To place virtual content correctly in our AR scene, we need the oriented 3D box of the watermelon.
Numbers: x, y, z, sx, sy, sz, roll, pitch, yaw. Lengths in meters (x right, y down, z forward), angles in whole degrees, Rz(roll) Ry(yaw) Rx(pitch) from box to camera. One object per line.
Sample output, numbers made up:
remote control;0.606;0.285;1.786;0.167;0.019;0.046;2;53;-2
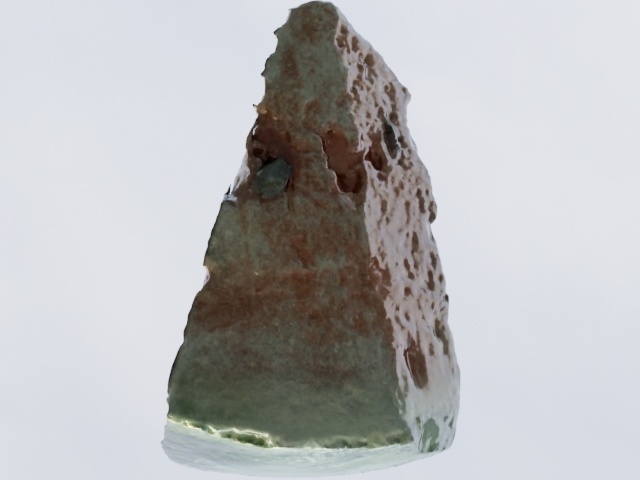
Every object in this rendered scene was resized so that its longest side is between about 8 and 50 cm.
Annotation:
watermelon;0.000;0.000;0.957;0.154;0.094;0.241;2;-99;-2
